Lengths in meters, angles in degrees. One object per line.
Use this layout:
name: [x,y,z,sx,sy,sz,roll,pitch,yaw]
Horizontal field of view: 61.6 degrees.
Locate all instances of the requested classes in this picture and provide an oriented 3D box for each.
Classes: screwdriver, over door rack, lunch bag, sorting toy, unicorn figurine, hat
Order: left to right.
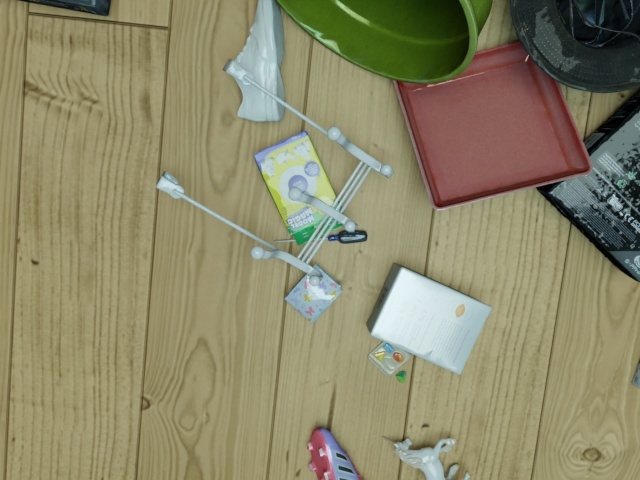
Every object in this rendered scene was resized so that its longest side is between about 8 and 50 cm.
over door rack: [-0.077,-0.102,0.858,0.324,0.108,0.239,33,97,-6]
lunch bag: [-0.010,0.093,0.960,0.071,0.053,0.083,41,104,-1]
screwdriver: [0.000,0.000,0.966,0.170,0.024,0.025,-8,67,3]
sorting toy: [0.137,0.223,0.992,0.062,0.012,0.083,-45,93,4]
unicorn figurine: [0.204,0.407,0.981,0.111,0.060,0.161,-20,70,-20]
hat: [0.462,-0.386,0.867,0.332,0.134,0.331,0,93,6]

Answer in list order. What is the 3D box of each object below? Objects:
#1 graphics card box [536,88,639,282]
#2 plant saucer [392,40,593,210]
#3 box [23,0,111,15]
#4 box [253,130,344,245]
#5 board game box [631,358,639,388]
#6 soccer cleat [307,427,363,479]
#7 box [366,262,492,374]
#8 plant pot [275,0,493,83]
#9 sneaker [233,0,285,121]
graphics card box: [0.583,-0.136,0.887,0.233,0.094,0.371,42,102,-4]
plant saucer: [0.276,-0.189,0.895,0.259,0.047,0.258,-14,73,2]
box: [-0.464,-0.494,0.900,0.233,0.059,0.183,10,96,0]
box: [-0.034,-0.089,0.944,0.105,0.043,0.179,-25,94,3]
board game box: [0.646,0.206,0.978,0.104,0.026,0.154,14,96,-1]
soccer cleat: [0.049,0.455,0.994,0.095,0.083,0.247,-18,91,-27]
box: [0.185,0.133,0.940,0.171,0.091,0.130,25,92,-2]
plant pot: [0.139,-0.484,0.774,0.367,0.366,0.352,31,84,-3]
sneaker: [-0.112,-0.310,0.912,0.094,0.080,0.212,3,97,12]
